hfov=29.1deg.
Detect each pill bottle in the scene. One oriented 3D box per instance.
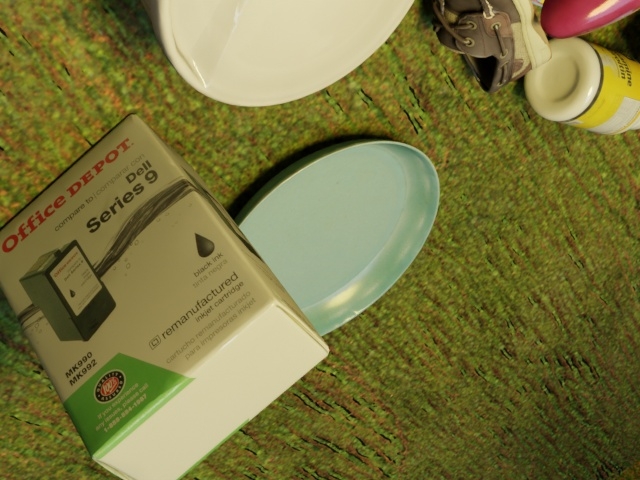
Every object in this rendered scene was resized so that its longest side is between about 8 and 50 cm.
[{"bbox_3d":[0.339,-0.185,1.514,0.184,0.103,0.103,6,125,-47],"label":"pill bottle"}]

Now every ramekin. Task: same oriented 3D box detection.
[{"bbox_3d":[-0.043,-0.258,1.051,0.273,0.127,0.273,-25,144,-20],"label":"ramekin"}]

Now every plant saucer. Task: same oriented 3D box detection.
[{"bbox_3d":[0.000,0.000,1.458,0.318,0.043,0.317,-26,143,-21],"label":"plant saucer"}]

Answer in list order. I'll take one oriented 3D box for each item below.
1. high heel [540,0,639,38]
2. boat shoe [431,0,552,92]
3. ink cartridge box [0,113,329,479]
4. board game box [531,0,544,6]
[{"bbox_3d":[0.329,-0.385,1.254,0.377,0.127,0.181,-50,132,-8],"label":"high heel"},{"bbox_3d":[0.164,-0.236,1.296,0.092,0.103,0.285,-48,151,4],"label":"boat shoe"},{"bbox_3d":[-0.163,0.053,1.150,0.211,0.289,0.121,-41,143,2],"label":"ink cartridge box"},{"bbox_3d":[0.285,-0.313,1.380,0.169,0.033,0.133,7,124,-46],"label":"board game box"}]
